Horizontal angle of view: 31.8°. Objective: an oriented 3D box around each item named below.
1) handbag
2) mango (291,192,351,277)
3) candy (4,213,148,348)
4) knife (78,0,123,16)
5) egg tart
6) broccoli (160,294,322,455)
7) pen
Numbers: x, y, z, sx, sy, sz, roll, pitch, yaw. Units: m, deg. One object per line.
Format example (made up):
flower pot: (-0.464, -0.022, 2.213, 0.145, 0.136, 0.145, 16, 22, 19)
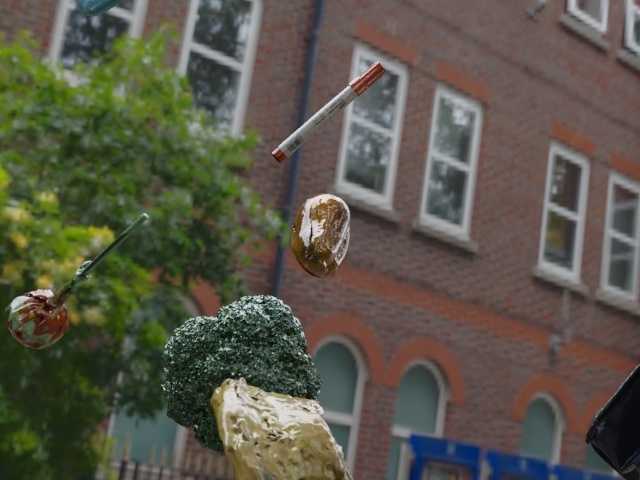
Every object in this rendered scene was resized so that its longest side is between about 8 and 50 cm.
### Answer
handbag: (0.582, 0.266, 1.639, 0.329, 0.303, 0.122, 42, -4, -35)
mango: (-0.003, -0.001, 1.677, 0.084, 0.159, 0.105, -1, -54, 23)
candy: (-0.347, 0.052, 1.612, 0.288, 0.078, 0.084, -42, -52, 21)
knife: (-0.250, -0.377, 1.546, 0.222, 0.064, 0.031, -29, -15, 25)
egg tart: (-0.020, 0.304, 1.382, 0.129, 0.341, 0.341, -26, -13, -5)
broccoli: (-0.147, 0.247, 2.062, 0.308, 0.307, 0.275, 11, -2, -13)
pen: (0.014, -0.215, 1.885, 0.028, 0.239, 0.028, 49, 2, -3)
